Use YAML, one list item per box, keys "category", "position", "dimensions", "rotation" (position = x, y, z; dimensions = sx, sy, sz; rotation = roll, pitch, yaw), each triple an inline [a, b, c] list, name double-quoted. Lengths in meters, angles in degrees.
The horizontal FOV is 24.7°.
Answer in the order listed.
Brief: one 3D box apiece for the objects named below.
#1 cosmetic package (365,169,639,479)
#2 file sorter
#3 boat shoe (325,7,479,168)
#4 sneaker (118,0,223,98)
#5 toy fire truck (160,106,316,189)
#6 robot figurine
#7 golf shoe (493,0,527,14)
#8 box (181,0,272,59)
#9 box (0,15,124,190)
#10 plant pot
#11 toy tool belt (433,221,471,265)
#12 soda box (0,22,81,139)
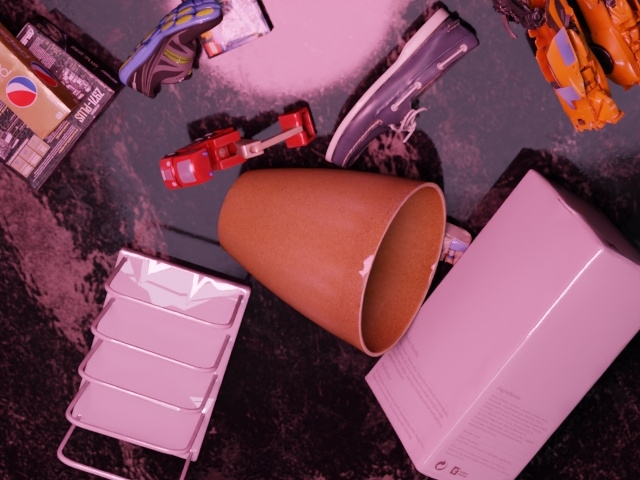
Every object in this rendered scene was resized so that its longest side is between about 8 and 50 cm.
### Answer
- category: "cosmetic package"
  position: [0.254, 0.125, 1.936]
  dimensions: [0.156, 0.217, 0.385]
  rotation: [29, 109, -33]
- category: "file sorter"
  position: [-0.236, 0.186, 2.026]
  dimensions: [0.193, 0.173, 0.277]
  rotation: [18, 107, -1]
- category: "boat shoe"
  position: [0.107, -0.188, 1.939]
  dimensions: [0.079, 0.095, 0.254]
  rotation: [40, 96, 4]
- category: "sneaker"
  position: [-0.188, -0.255, 1.940]
  dimensions: [0.078, 0.067, 0.188]
  rotation: [38, 127, -21]
- category: "toy fire truck"
  position: [-0.108, -0.122, 1.946]
  dimensions: [0.135, 0.192, 0.047]
  rotation: [-7, 107, 35]
- category: "robot figurine"
  position: [0.328, -0.299, 1.854]
  dimensions: [0.211, 0.085, 0.291]
  rotation: [-40, 113, -29]
- category: "golf shoe"
  position: [0.212, -0.355, 1.897]
  dimensions: [0.198, 0.077, 0.094]
  rotation: [20, 96, -11]
- category: "box"
  position: [-0.134, -0.321, 1.946]
  dimensions: [0.094, 0.027, 0.137]
  rotation: [-22, 104, 10]
- category: "box"
  position: [-0.379, -0.186, 1.975]
  dimensions: [0.147, 0.077, 0.180]
  rotation: [38, 105, -6]
- category: "plant pot"
  position: [0.000, 0.000, 1.933]
  dimensions: [0.254, 0.237, 0.237]
  rotation: [19, 108, 23]
- category: "toy tool belt"
  position: [0.184, 0.009, 2.016]
  dimensions: [0.083, 0.052, 0.051]
  rotation: [26, 134, -2]
- category: "soda box"
  position: [-0.399, -0.218, 1.894]
  dimensions: [0.181, 0.061, 0.058]
  rotation: [44, 105, -8]
